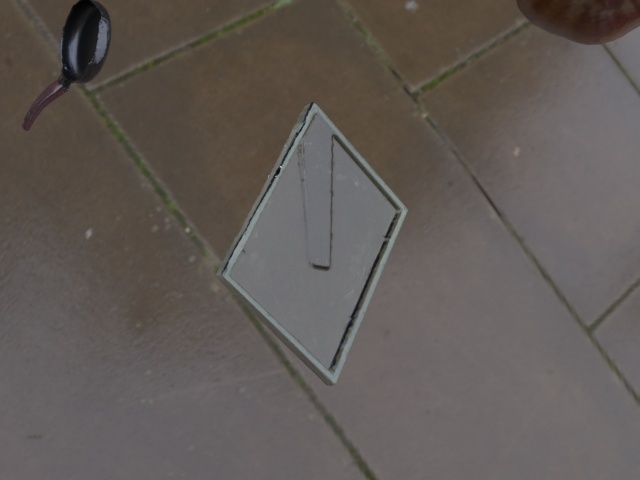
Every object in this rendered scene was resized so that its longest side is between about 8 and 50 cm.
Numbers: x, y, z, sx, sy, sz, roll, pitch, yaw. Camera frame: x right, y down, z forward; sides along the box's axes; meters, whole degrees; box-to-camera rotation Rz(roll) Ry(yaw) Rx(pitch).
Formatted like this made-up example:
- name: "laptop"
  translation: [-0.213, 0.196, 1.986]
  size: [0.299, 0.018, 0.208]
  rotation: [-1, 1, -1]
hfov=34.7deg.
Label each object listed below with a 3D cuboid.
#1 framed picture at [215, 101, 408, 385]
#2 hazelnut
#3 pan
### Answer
- name: "framed picture"
  translation: [0.000, 0.000, 1.453]
  size: [0.247, 0.022, 0.335]
  rotation: [46, 49, -28]
- name: "hazelnut"
  translation: [0.345, -0.340, 1.280]
  size: [0.181, 0.212, 0.181]
  rotation: [50, 26, -50]
- name: "pan"
  translation: [-0.343, -0.229, 1.396]
  size: [0.040, 0.212, 0.115]
  rotation: [17, 30, -42]
